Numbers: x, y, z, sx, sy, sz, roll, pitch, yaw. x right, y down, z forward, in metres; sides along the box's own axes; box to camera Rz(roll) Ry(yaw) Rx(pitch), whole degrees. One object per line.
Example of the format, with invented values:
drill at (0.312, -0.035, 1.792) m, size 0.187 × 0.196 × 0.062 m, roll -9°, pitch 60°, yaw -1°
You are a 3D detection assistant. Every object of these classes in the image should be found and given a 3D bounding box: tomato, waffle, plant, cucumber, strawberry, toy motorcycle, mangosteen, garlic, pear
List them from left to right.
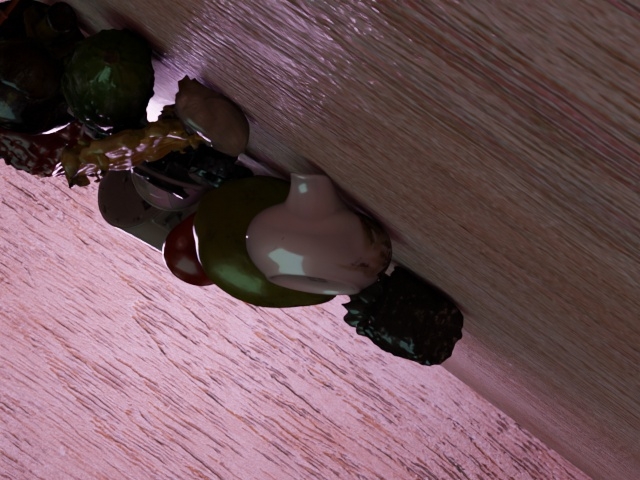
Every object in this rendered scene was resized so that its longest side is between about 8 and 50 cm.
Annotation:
mangosteen at (-0.454, -0.298, 1.734) m, size 0.231 × 0.231 × 0.289 m, roll 39°, pitch 137°, yaw -23°
strawberry at (-0.518, -0.272, 2.234) m, size 0.345 × 0.295 × 0.317 m, roll -1°, pitch 140°, yaw 20°
cucumber at (-0.278, -0.223, 1.423) m, size 0.134 × 0.134 × 0.244 m, roll 38°, pitch 172°, yaw -9°
waffle at (-0.258, -0.129, 1.507) m, size 0.280 × 0.262 × 0.060 m, roll -23°, pitch -86°, yaw -57°
toy motorcycle at (-0.270, -0.165, 1.777) m, size 0.327 × 0.143 × 0.188 m, roll 20°, pitch -171°, yaw -35°
tomato at (-0.210, 0.009, 2.086) m, size 0.136 × 0.195 × 0.195 m, roll 51°, pitch 177°, yaw 5°
garlic at (-0.129, -0.156, 1.395) m, size 0.152 × 0.066 × 0.084 m, roll 44°, pitch -160°, yaw -29°
pear at (-0.079, 0.005, 1.717) m, size 0.269 × 0.212 × 0.212 m, roll 31°, pitch 174°, yaw 17°
plant at (0.135, 0.122, 1.762) m, size 0.194 × 0.132 × 0.129 m, roll 26°, pitch 165°, yaw 46°

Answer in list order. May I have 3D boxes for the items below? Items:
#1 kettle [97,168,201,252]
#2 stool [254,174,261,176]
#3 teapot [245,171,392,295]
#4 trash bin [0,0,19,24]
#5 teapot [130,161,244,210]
kettle at (-0.251, -0.032, 2.344) m, size 0.377 × 0.250 × 0.361 m, roll 38°, pitch -170°, yaw -48°
stool at (-0.073, -0.009, 1.935) m, size 0.232 × 0.141 × 0.232 m, roll 37°, pitch 175°, yaw 4°
teapot at (0.000, 0.000, 1.504) m, size 0.204 × 0.139 × 0.298 m, roll 4°, pitch 167°, yaw 7°
trash bin at (-0.459, -0.345, 1.367) m, size 0.184 × 0.161 × 0.239 m, roll 39°, pitch 172°, yaw -26°
teapot at (-0.256, -0.126, 2.052) m, size 0.222 × 0.163 × 0.178 m, roll 36°, pitch 172°, yaw -7°
